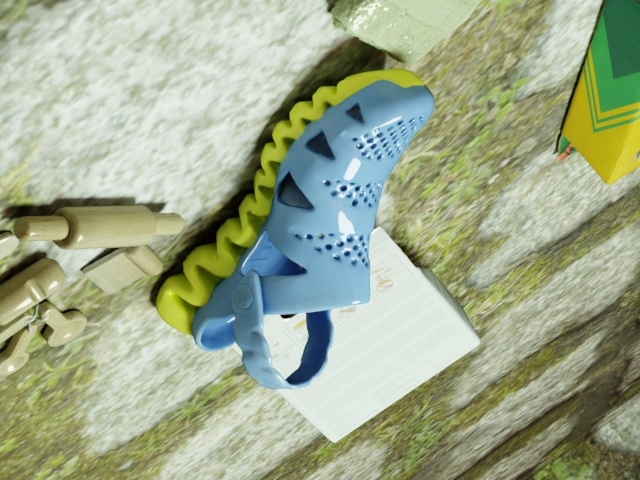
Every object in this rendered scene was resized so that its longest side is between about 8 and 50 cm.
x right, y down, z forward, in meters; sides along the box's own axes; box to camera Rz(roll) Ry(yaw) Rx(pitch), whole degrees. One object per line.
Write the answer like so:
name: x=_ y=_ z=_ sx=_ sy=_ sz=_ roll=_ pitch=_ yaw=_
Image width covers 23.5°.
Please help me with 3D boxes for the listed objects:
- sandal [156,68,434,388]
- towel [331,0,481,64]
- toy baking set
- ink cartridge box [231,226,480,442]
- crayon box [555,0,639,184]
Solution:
sandal: x=0.000 y=0.000 z=1.202 sx=0.126 sy=0.138 sz=0.317 roll=-11 pitch=145 yaw=-46
towel: x=0.074 y=-0.176 z=1.102 sx=0.110 sy=0.027 sz=0.148 roll=-44 pitch=158 yaw=15
toy baking set: x=-0.211 y=0.044 z=1.101 sx=0.197 sy=0.030 sz=0.256 roll=-46 pitch=157 yaw=22
ink cartridge box: x=0.029 y=0.082 z=1.506 sx=0.189 sy=0.066 sz=0.232 roll=-35 pitch=132 yaw=7
crayon box: x=0.345 y=-0.177 z=1.459 sx=0.202 sy=0.081 sz=0.318 roll=-32 pitch=159 yaw=-16
